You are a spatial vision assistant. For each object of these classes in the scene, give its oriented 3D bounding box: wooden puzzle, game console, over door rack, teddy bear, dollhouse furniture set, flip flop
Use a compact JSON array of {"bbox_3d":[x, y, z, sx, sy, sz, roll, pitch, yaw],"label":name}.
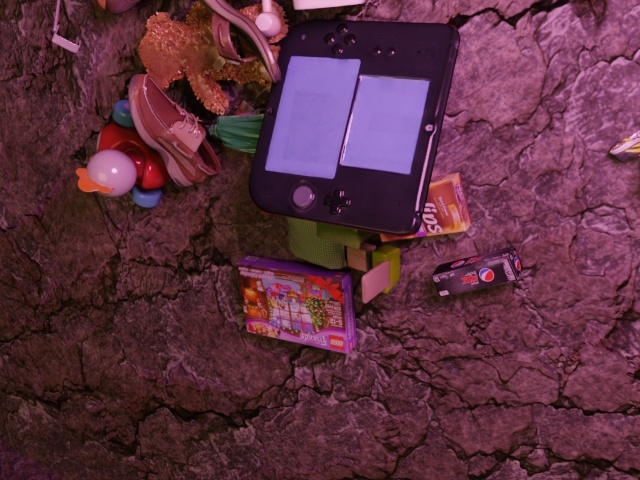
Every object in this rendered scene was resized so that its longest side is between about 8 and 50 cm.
[{"bbox_3d":[-0.163,-0.280,1.326,0.083,0.006,0.049,40,127,7],"label":"wooden puzzle"},{"bbox_3d":[0.051,-0.216,1.083,0.342,0.060,0.387,10,85,27],"label":"game console"},{"bbox_3d":[-0.539,-0.603,1.243,0.239,0.108,0.324,-44,55,38],"label":"over door rack"},{"bbox_3d":[-0.211,-0.401,1.247,0.338,0.113,0.245,-15,111,27],"label":"teddy bear"},{"bbox_3d":[0.000,0.000,1.241,0.301,0.151,0.198,18,125,35],"label":"dollhouse furniture set"},{"bbox_3d":[-0.175,-0.386,1.099,0.277,0.112,0.080,45,88,2],"label":"flip flop"}]

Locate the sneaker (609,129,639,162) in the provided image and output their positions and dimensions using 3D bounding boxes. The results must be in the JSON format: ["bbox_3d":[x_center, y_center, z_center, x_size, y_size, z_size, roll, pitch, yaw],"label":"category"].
[{"bbox_3d":[0.524,-0.158,0.979,0.083,0.031,0.035,-26,112,40],"label":"sneaker"}]

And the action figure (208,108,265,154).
[{"bbox_3d":[-0.144,-0.236,1.293,0.232,0.063,0.137,8,132,21],"label":"action figure"}]

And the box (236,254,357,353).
[{"bbox_3d":[-0.059,0.152,1.446,0.293,0.057,0.201,7,117,27],"label":"box"}]

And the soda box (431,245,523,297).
[{"bbox_3d":[0.312,0.063,1.187,0.169,0.060,0.053,-17,103,36],"label":"soda box"}]

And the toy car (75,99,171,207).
[{"bbox_3d":[-0.495,-0.182,1.420,0.210,0.238,0.219,35,125,11],"label":"toy car"}]

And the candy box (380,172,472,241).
[{"bbox_3d":[0.199,-0.065,1.195,0.186,0.053,0.109,-9,108,32],"label":"candy box"}]

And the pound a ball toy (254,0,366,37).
[{"bbox_3d":[-0.033,-0.518,1.018,0.208,0.136,0.319,-1,113,10],"label":"pound a ball toy"}]

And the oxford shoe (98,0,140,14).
[{"bbox_3d":[-0.322,-0.545,1.216,0.363,0.130,0.133,-20,110,37],"label":"oxford shoe"}]

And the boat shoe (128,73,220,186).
[{"bbox_3d":[-0.312,-0.244,1.311,0.116,0.123,0.324,-7,150,10],"label":"boat shoe"}]
